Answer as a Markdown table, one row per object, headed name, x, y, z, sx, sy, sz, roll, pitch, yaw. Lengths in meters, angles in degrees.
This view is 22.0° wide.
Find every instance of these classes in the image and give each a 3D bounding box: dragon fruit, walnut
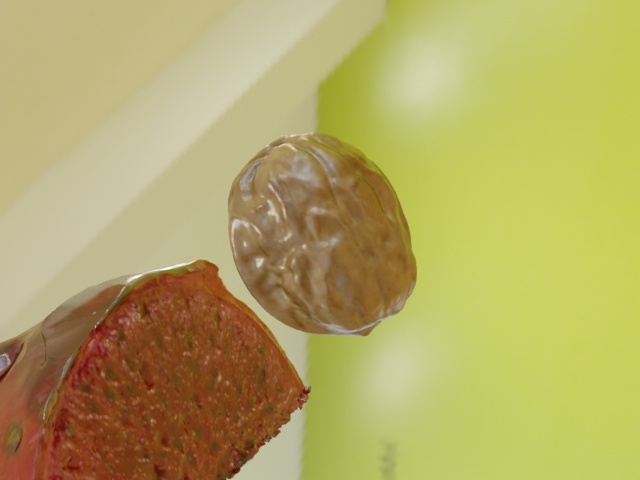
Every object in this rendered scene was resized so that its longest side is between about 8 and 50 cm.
| name | x | y | z | sx | sy | sz | roll | pitch | yaw |
| --- | --- | --- | --- | --- | --- | --- | --- | --- | --- |
| dragon fruit | -0.141 | 0.100 | 0.845 | 0.274 | 0.161 | 0.126 | -40 | -71 | -54 |
| walnut | 0.000 | 0.000 | 0.727 | 0.082 | 0.079 | 0.096 | -30 | -79 | -21 |
